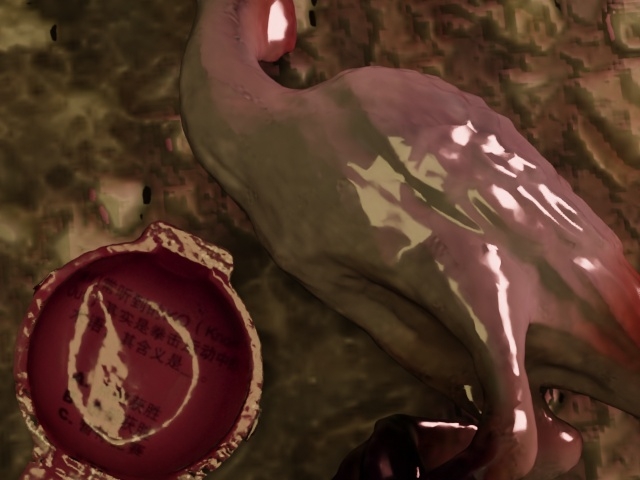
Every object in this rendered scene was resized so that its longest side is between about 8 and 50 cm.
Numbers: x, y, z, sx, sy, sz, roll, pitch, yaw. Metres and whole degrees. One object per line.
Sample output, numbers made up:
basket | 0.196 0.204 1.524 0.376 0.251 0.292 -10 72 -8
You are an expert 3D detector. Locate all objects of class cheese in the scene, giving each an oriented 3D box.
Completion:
cheese | -0.073 0.065 0.597 0.095 0.038 0.145 24 91 6

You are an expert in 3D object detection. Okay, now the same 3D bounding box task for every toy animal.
toy animal | 0.016 -0.014 0.567 0.195 0.090 0.324 -6 63 -26
